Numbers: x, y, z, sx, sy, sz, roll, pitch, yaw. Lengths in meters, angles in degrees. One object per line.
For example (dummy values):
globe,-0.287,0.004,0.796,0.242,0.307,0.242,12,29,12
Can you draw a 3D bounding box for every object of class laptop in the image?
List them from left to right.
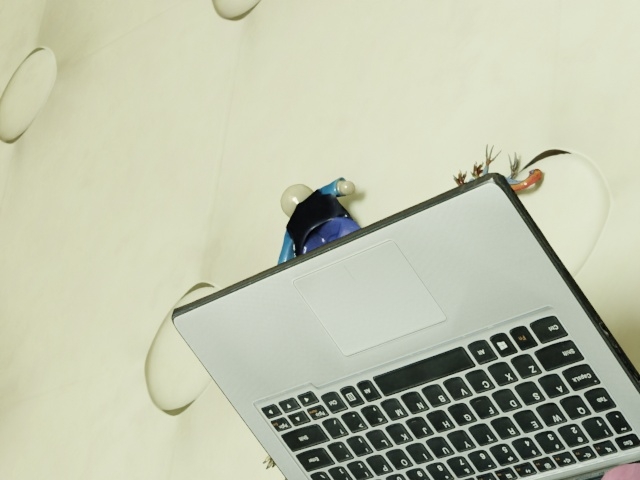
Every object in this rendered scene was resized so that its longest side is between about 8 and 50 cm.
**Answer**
laptop,0.062,0.224,1.293,0.382,0.408,0.236,-24,17,42

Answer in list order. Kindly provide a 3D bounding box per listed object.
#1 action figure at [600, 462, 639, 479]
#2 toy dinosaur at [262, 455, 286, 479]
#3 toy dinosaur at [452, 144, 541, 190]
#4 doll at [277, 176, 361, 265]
action figure,0.261,0.192,1.020,0.370,0.276,0.248,-42,50,3
toy dinosaur,-0.006,0.226,1.544,0.092,0.053,0.183,25,96,40
toy dinosaur,0.162,-0.049,1.520,0.082,0.047,0.090,29,125,47
doll,0.000,0.000,1.673,0.129,0.046,0.189,-52,36,14
